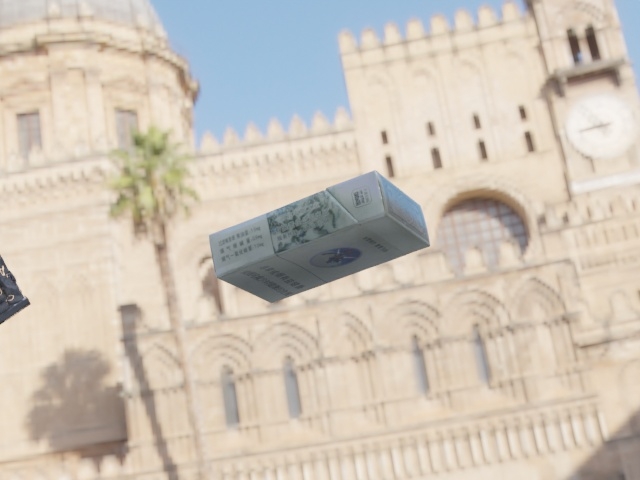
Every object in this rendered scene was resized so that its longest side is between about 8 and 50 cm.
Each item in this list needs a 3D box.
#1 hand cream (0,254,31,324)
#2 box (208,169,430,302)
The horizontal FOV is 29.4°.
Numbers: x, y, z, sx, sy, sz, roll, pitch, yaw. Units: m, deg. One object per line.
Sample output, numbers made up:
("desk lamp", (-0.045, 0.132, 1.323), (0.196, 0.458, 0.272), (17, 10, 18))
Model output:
("hand cream", (-0.393, -0.011, 1.272), (0.050, 0.257, 0.084), (5, 38, 48))
("box", (0.000, -0.001, 1.662), (0.256, 0.069, 0.164), (-20, -23, 20))
